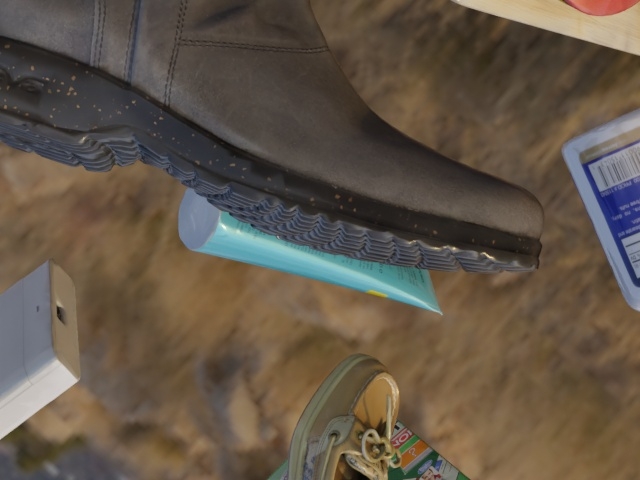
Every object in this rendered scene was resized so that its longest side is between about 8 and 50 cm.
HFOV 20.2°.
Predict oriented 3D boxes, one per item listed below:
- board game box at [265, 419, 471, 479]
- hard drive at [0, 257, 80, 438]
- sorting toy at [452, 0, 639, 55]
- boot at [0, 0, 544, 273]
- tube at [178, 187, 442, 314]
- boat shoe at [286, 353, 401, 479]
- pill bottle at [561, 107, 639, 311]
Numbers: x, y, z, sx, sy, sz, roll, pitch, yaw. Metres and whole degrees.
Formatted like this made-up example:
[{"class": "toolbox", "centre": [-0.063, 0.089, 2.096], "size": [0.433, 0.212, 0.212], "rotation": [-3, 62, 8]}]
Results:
[{"class": "board game box", "centre": [0.012, 0.330, 1.859], "size": [0.213, 0.317, 0.046], "rotation": [39, 159, 21]}, {"class": "hard drive", "centre": [-0.336, 0.153, 1.514], "size": [0.040, 0.307, 0.203], "rotation": [51, -173, -23]}, {"class": "sorting toy", "centre": [0.241, -0.239, 1.170], "size": [0.257, 0.255, 0.089], "rotation": [10, -161, -32]}, {"class": "boot", "centre": [-0.021, -0.123, 0.889], "size": [0.338, 0.223, 0.118], "rotation": [20, 172, -7]}, {"class": "tube", "centre": [0.000, 0.000, 1.259], "size": [0.207, 0.080, 0.052], "rotation": [14, 143, -35]}, {"class": "boat shoe", "centre": [0.021, 0.235, 1.602], "size": [0.089, 0.285, 0.104], "rotation": [1, 152, 40]}, {"class": "pill bottle", "centre": [0.263, -0.007, 1.326], "size": [0.186, 0.112, 0.112], "rotation": [67, 162, 1]}]
